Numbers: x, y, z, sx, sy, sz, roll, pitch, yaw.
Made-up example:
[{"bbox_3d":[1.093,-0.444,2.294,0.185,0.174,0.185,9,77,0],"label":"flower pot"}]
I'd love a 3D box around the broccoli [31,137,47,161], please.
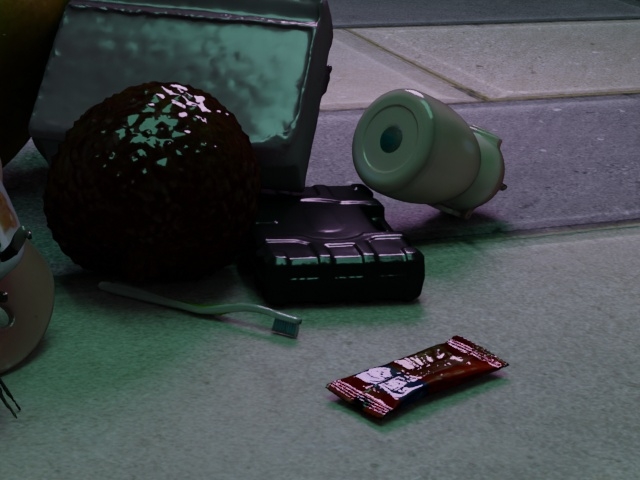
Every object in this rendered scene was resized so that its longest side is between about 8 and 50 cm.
[{"bbox_3d":[-0.314,-0.216,2.074,0.270,0.270,0.270,-40,38,-18],"label":"broccoli"}]

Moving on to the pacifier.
[{"bbox_3d":[-0.419,0.000,1.446,0.220,0.332,0.273,-25,-8,-12],"label":"pacifier"}]

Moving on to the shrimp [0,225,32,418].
[{"bbox_3d":[-0.356,0.015,1.283,0.145,0.343,0.116,-34,12,-29],"label":"shrimp"}]

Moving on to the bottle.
[{"bbox_3d":[0.168,-0.112,1.911,0.147,0.148,0.236,23,5,43],"label":"bottle"}]

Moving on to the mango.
[{"bbox_3d":[-0.467,-0.222,1.893,0.182,0.365,0.253,17,-9,21],"label":"mango"}]

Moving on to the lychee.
[{"bbox_3d":[-0.199,-0.067,1.636,0.260,0.261,0.260,3,20,-1],"label":"lychee"}]

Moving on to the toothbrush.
[{"bbox_3d":[-0.142,0.071,1.588,0.262,0.026,0.022,12,6,21],"label":"toothbrush"}]

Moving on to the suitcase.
[{"bbox_3d":[0.000,0.001,1.747,0.206,0.066,0.285,-1,21,-13],"label":"suitcase"}]

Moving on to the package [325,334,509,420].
[{"bbox_3d":[0.104,0.142,1.444,0.200,0.022,0.083,-16,27,-40],"label":"package"}]

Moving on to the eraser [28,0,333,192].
[{"bbox_3d":[-0.179,-0.216,1.851,0.359,0.122,0.272,7,63,11],"label":"eraser"}]
